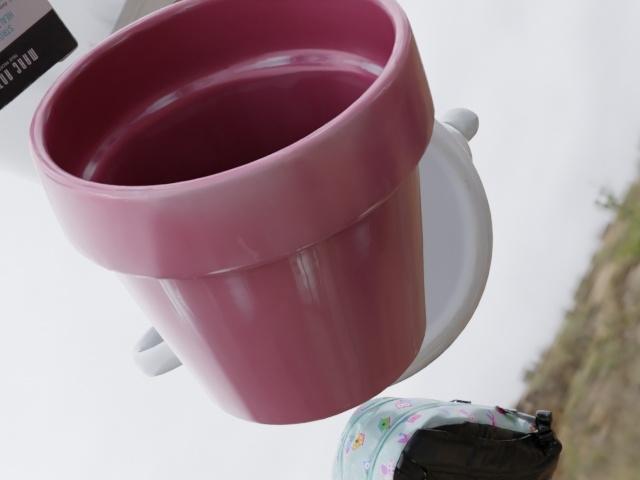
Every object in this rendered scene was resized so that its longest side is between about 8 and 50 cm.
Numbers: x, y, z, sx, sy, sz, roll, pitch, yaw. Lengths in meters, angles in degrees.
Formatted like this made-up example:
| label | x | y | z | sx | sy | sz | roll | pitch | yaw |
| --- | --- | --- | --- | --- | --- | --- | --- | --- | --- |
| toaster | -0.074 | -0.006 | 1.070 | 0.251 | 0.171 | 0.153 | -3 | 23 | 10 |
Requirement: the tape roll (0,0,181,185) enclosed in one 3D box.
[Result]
| label | x | y | z | sx | sy | sz | roll | pitch | yaw |
| --- | --- | --- | --- | --- | --- | --- | --- | --- | --- |
| tape roll | -0.196 | -0.162 | 1.339 | 0.246 | 0.169 | 0.246 | 20 | -90 | -74 |

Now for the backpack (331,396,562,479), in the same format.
| label | x | y | z | sx | sy | sz | roll | pitch | yaw |
| --- | --- | --- | --- | --- | --- | --- | --- | --- | --- |
| backpack | 0.101 | 0.199 | 1.382 | 0.182 | 0.115 | 0.152 | 16 | -94 | -39 |

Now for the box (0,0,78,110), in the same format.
| label | x | y | z | sx | sy | sz | roll | pitch | yaw |
| --- | --- | --- | --- | --- | --- | --- | --- | --- | --- |
| box | -0.254 | -0.180 | 0.960 | 0.100 | 0.060 | 0.244 | -43 | -58 | -16 |

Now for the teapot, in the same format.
| label | x | y | z | sx | sy | sz | roll | pitch | yaw |
| --- | --- | --- | --- | --- | --- | --- | --- | --- | --- |
| teapot | 0.000 | 0.000 | 1.284 | 0.187 | 0.256 | 0.253 | -165 | 84 | -78 |

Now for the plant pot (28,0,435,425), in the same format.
| label | x | y | z | sx | sy | sz | roll | pitch | yaw |
| --- | --- | --- | --- | --- | --- | --- | --- | --- | --- |
| plant pot | -0.028 | -0.012 | 0.856 | 0.201 | 0.201 | 0.180 | -50 | -45 | -38 |
